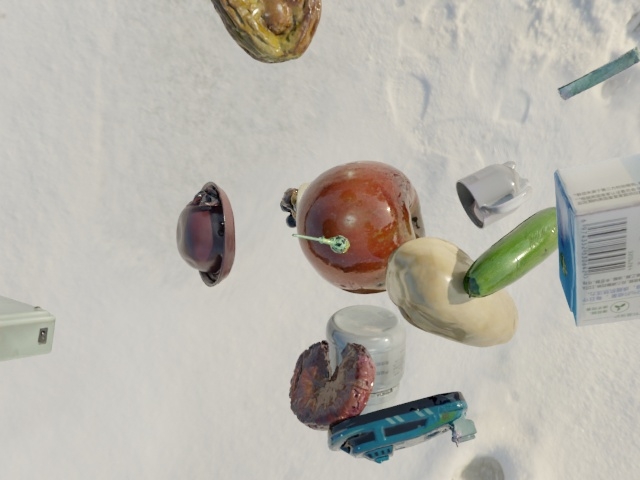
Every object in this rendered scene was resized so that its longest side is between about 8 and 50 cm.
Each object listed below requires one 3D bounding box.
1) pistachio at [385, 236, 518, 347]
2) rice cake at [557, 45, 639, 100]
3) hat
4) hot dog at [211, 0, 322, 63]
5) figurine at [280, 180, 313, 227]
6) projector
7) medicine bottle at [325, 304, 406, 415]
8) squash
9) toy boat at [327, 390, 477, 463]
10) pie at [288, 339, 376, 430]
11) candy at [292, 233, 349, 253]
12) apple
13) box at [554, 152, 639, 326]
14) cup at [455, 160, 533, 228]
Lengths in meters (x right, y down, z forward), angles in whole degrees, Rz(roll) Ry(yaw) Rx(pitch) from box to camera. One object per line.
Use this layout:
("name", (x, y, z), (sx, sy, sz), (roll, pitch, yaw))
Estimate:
("pistachio", (0.260, 0.104, 1.165), (0.299, 0.187, 0.188), (26, 100, -24))
("rice cake", (0.727, -0.432, 1.514), (0.210, 0.034, 0.043), (-26, 100, 30))
("hat", (-0.228, -0.011, 1.114), (0.089, 0.205, 0.206), (-4, 98, -27))
("hot dog", (-0.109, -0.454, 1.057), (0.196, 0.122, 0.272), (-19, 71, -9))
("figurine", (-0.012, -0.121, 1.980), (0.204, 0.332, 0.185), (-23, 100, -10))
("projector", (-0.424, 0.102, 0.717), (0.147, 0.115, 0.061), (10, 94, 26))
("medicine bottle", (0.136, 0.377, 1.769), (0.244, 0.245, 0.307), (6, 110, 18))
("squash", (0.379, 0.016, 1.086), (0.292, 0.082, 0.082), (-32, 78, -26))
("toy boat", (0.163, 0.401, 1.187), (0.298, 0.134, 0.092), (-17, 57, 2))
("pie", (0.020, 0.310, 1.267), (0.218, 0.054, 0.205), (-18, 49, 31))
("candy", (0.000, 0.000, 0.728), (0.023, 0.083, 0.025), (-59, 34, 33))
("apple", (0.105, -0.034, 1.451), (0.276, 0.348, 0.349), (-11, 87, 21))
("box", (0.313, -0.007, 0.501), (0.194, 0.073, 0.139), (-10, 128, 13))
("cup", (0.424, -0.121, 1.397), (0.141, 0.173, 0.134), (-26, 78, 0))
